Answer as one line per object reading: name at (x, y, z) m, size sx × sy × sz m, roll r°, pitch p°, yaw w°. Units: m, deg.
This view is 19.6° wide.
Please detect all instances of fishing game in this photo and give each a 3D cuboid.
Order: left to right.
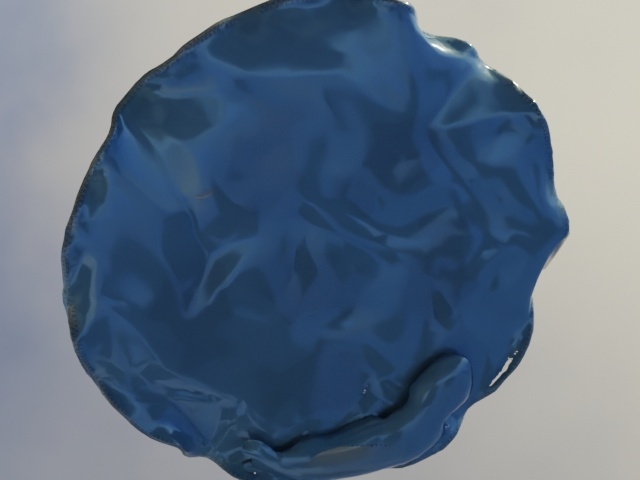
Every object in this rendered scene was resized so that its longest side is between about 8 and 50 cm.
fishing game at (0.000, 0.000, 0.653) m, size 0.189 × 0.264 × 0.041 m, roll 11°, pitch -165°, yaw -24°
